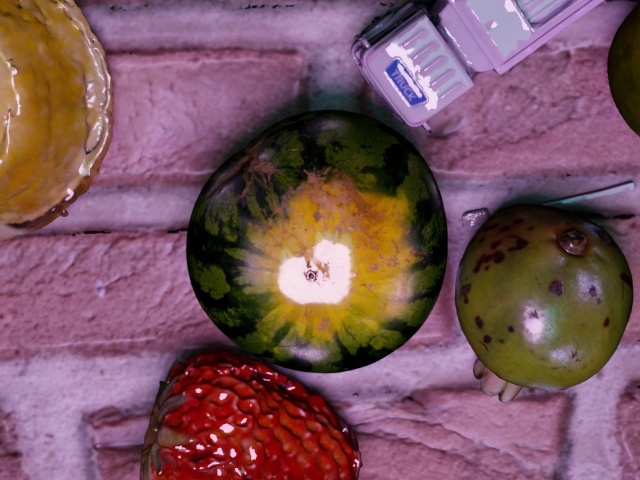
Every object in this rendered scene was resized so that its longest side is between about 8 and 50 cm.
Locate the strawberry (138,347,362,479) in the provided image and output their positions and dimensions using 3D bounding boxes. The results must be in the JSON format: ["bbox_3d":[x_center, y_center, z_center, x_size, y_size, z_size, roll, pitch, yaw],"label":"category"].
[{"bbox_3d":[-0.069,0.224,1.092,0.244,0.205,0.205,13,105,-16],"label":"strawberry"}]

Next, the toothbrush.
[{"bbox_3d":[0.253,-0.040,1.110,0.194,0.014,0.017,-11,103,2],"label":"toothbrush"}]

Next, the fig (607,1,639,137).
[{"bbox_3d":[0.404,-0.154,0.992,0.195,0.195,0.245,-38,94,9],"label":"fig"}]

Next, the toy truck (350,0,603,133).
[{"bbox_3d":[0.163,-0.223,0.985,0.268,0.155,0.124,-36,104,9],"label":"toy truck"}]

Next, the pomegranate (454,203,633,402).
[{"bbox_3d":[0.227,0.077,1.067,0.202,0.202,0.248,16,135,-5],"label":"pomegranate"}]

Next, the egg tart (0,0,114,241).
[{"bbox_3d":[-0.383,-0.148,1.011,0.345,0.132,0.346,-1,104,-3],"label":"egg tart"}]

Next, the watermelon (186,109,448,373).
[{"bbox_3d":[0.002,0.002,0.998,0.268,0.269,0.269,0,105,-1],"label":"watermelon"}]
